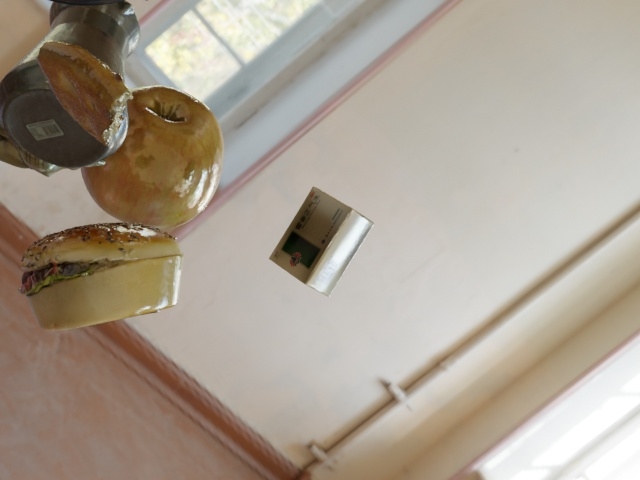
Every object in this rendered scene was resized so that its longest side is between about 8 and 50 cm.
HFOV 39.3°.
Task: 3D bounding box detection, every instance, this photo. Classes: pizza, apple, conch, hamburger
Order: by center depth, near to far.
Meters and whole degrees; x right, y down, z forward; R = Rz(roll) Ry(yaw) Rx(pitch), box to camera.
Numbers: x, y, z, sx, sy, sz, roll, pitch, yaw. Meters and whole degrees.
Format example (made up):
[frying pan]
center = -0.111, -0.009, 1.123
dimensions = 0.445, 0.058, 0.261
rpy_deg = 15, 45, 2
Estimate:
[pizza]
center = -0.336, -0.211, 1.334
dimensions = 0.182, 0.062, 0.161
rpy_deg = 23, -44, 36
[hamburger]
center = -0.393, 0.056, 1.608
dimensions = 0.300, 0.300, 0.176
rpy_deg = -25, 106, -84
[conch]
center = -0.678, -0.250, 2.043
dimensions = 0.386, 0.203, 0.169
rpy_deg = 28, 42, -6
[apple]
center = -0.438, -0.225, 2.354
dimensions = 0.391, 0.346, 0.391
rpy_deg = 21, 38, -18

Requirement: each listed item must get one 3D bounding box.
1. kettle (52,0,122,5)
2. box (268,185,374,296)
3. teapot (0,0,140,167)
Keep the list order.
[kettle]
center = -0.427, -0.544, 1.600
dimensions = 0.290, 0.268, 0.207
rpy_deg = 14, -15, -12
[box]
center = 0.000, 0.000, 2.140
dimensions = 0.095, 0.212, 0.168
rpy_deg = 30, 1, -41
[teapot]
center = -0.510, -0.326, 1.830
dimensions = 0.253, 0.300, 0.344
rpy_deg = 41, 37, -33
